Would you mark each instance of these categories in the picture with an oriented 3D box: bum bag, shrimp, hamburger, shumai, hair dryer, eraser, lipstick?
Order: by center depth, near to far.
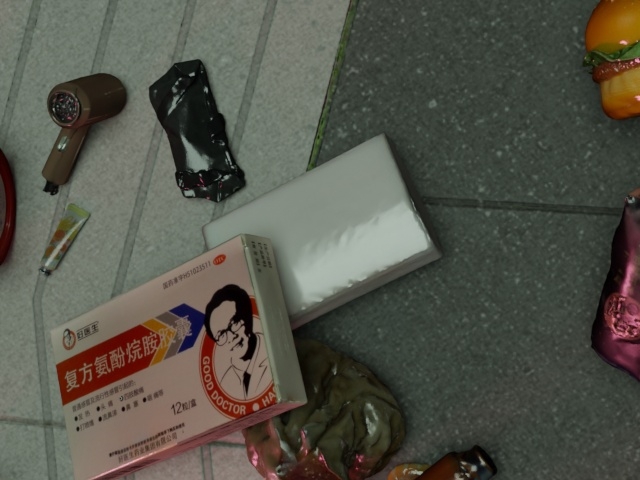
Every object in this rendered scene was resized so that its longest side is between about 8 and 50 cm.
[{"bbox_3d":[0.420,-0.242,1.577,0.246,0.246,0.170,-15,86,11],"label":"hamburger"},{"bbox_3d":[-0.017,0.217,1.674,0.218,0.185,0.184,45,96,11],"label":"shumai"},{"bbox_3d":[0.045,0.393,1.697,0.418,0.077,0.077,-39,80,12],"label":"lipstick"},{"bbox_3d":[0.138,0.312,1.721,0.108,0.023,0.059,4,98,12],"label":"shrimp"},{"bbox_3d":[0.000,0.000,1.724,0.270,0.095,0.174,-27,67,9],"label":"eraser"},{"bbox_3d":[-0.167,-0.143,1.795,0.087,0.049,0.197,-20,83,6],"label":"bum bag"},{"bbox_3d":[-0.334,-0.135,1.813,0.064,0.117,0.181,32,114,10],"label":"hair dryer"}]

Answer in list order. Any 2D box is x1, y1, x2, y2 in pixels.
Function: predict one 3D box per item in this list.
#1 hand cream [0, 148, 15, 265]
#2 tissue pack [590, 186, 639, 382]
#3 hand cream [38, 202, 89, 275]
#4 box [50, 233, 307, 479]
[{"bbox_3d":[-0.493,-0.044,1.790,0.125,0.193,0.193,0,87,10],"label":"hand cream"},{"bbox_3d":[0.465,0.098,1.512,0.332,0.123,0.245,33,136,31],"label":"tissue pack"},{"bbox_3d":[-0.351,0.000,1.843,0.035,0.022,0.102,29,89,17],"label":"hand cream"},{"bbox_3d":[-0.186,0.155,1.694,0.353,0.069,0.214,-25,69,31],"label":"box"}]
